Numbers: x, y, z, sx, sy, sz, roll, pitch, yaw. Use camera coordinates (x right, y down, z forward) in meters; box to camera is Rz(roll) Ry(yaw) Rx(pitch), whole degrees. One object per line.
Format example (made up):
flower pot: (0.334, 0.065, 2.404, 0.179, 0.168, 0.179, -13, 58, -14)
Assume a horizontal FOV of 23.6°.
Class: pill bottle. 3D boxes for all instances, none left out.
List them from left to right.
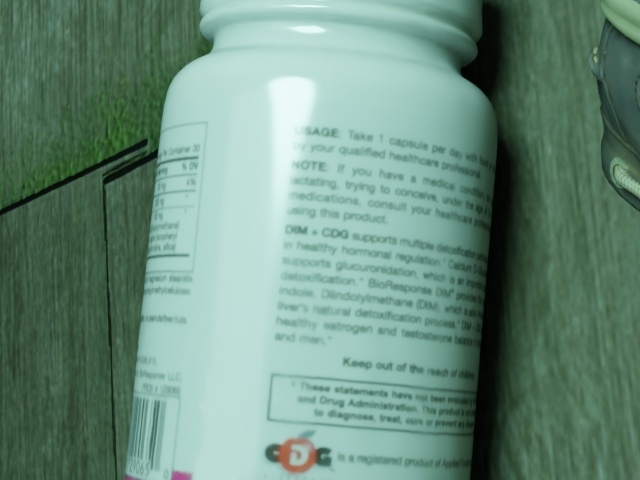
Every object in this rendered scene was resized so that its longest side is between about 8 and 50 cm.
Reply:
pill bottle: (0.000, 0.000, 0.723, 0.160, 0.160, 0.283, 0, 83, 49)

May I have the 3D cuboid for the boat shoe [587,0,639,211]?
boat shoe: (0.230, 0.004, 0.507, 0.355, 0.132, 0.130, 45, 142, 41)
